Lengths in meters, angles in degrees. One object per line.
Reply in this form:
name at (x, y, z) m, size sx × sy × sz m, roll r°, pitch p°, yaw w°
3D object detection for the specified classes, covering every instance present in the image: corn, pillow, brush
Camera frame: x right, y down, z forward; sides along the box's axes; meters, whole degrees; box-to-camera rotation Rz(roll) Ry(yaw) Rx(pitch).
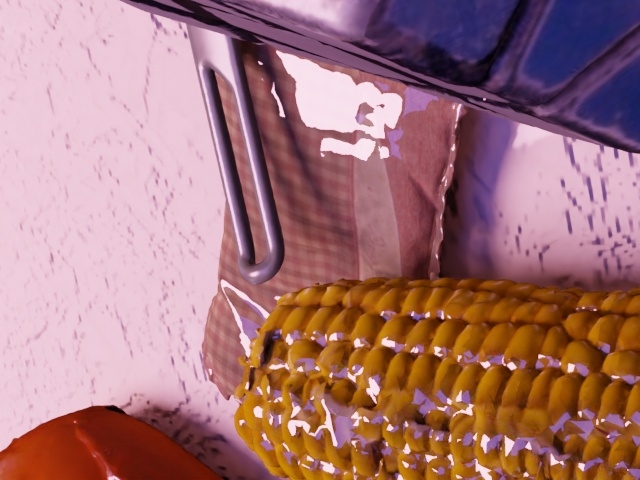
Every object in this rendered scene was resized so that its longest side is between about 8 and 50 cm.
corn at (0.113, 0.072, 0.641) m, size 0.318 × 0.115 × 0.115 m, roll 4°, pitch 111°, yaw 32°
pillow at (0.002, 0.001, 0.758) m, size 0.135 × 0.034 × 0.211 m, roll 19°, pitch 121°, yaw 30°
brush at (-0.048, -0.113, 0.726) m, size 0.062 × 0.027 × 0.266 m, roll -8°, pitch 95°, yaw 43°

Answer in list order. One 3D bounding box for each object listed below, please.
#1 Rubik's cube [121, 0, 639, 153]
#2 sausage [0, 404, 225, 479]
Rubik's cube at (0.039, -0.178, 0.491) m, size 0.264 × 0.319 × 0.319 m, roll 57°, pitch 138°, yaw 39°
sausage at (-0.027, 0.189, 0.821) m, size 0.330 × 0.102 × 0.102 m, roll 39°, pitch 129°, yaw 21°
